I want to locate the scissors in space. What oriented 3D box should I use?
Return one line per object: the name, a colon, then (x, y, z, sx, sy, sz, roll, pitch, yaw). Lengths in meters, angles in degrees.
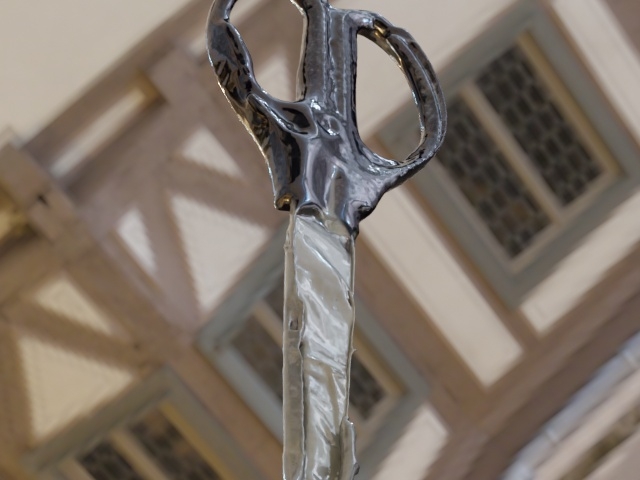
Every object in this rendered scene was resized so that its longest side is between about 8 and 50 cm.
scissors: (0.000, 0.000, 0.715, 0.022, 0.109, 0.300, -51, -156, 36)
